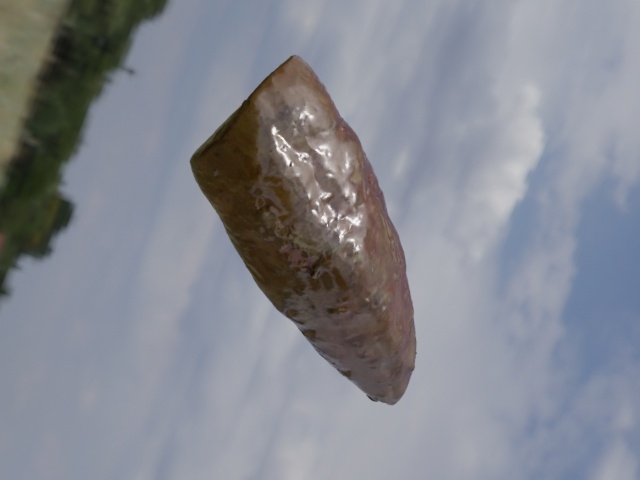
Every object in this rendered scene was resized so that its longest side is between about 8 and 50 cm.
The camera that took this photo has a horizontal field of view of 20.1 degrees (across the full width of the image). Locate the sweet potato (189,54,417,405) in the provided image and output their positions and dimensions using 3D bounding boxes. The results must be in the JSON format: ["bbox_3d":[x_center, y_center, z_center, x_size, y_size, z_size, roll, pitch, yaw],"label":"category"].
[{"bbox_3d":[0.000,0.000,1.053,0.097,0.097,0.251,-79,151,-47],"label":"sweet potato"}]
